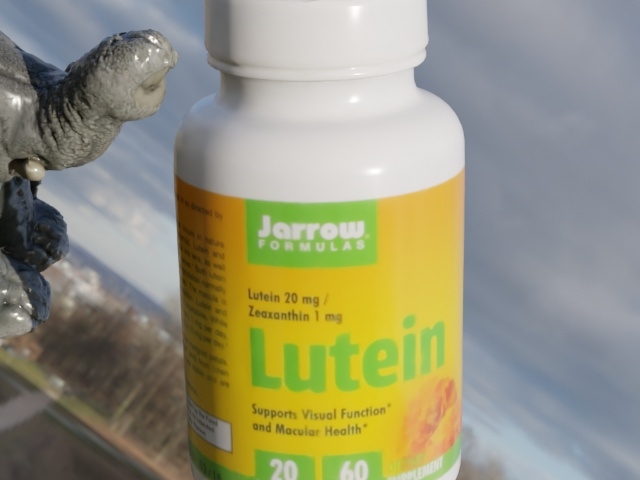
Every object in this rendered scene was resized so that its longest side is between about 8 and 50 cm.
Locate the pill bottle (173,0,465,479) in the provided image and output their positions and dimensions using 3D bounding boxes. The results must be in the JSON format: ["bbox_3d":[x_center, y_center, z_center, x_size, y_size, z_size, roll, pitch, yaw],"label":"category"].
[{"bbox_3d":[0.000,0.000,0.698,0.136,0.245,0.136,-1,18,0],"label":"pill bottle"}]

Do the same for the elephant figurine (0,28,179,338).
[{"bbox_3d":[-0.194,-0.059,0.729,0.169,0.186,0.239,63,-24,25],"label":"elephant figurine"}]
